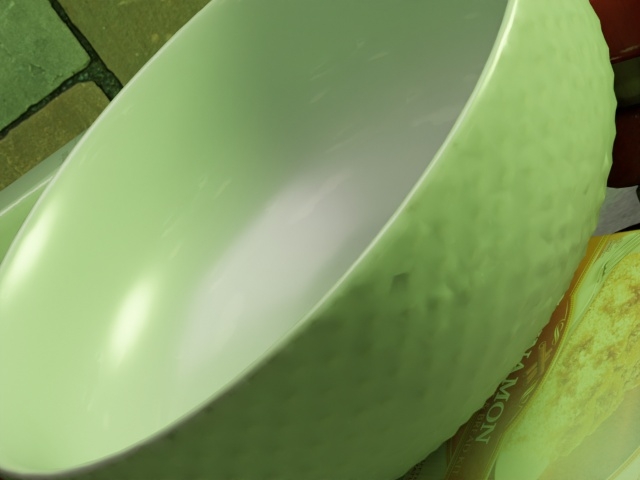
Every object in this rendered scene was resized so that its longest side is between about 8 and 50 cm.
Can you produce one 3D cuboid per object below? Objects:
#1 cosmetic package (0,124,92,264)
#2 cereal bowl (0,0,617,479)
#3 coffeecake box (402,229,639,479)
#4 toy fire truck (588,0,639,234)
[{"bbox_3d":[-0.138,0.041,1.099,0.453,0.230,0.161,-36,13,-3],"label":"cosmetic package"},{"bbox_3d":[0.000,0.000,0.692,0.339,0.141,0.339,-36,29,24],"label":"cereal bowl"},{"bbox_3d":[0.132,0.069,0.626,0.185,0.068,0.142,-10,45,60],"label":"coffeecake box"},{"bbox_3d":[0.260,-0.079,0.737,0.254,0.169,0.302,-22,7,-27],"label":"toy fire truck"}]
